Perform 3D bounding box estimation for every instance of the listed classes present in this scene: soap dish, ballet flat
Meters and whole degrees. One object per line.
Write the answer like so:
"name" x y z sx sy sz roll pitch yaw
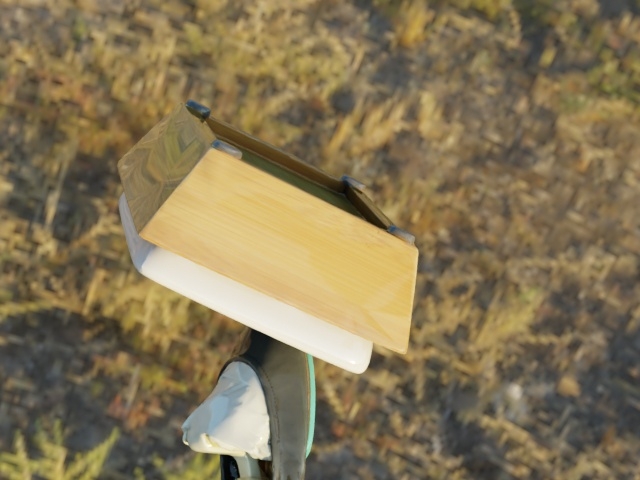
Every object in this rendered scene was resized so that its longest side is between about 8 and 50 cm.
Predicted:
"soap dish" -0.047 -0.013 1.374 0.229 0.118 0.291 25 7 -15
"ballet flat" -0.054 0.183 1.295 0.096 0.095 0.280 5 77 -37
